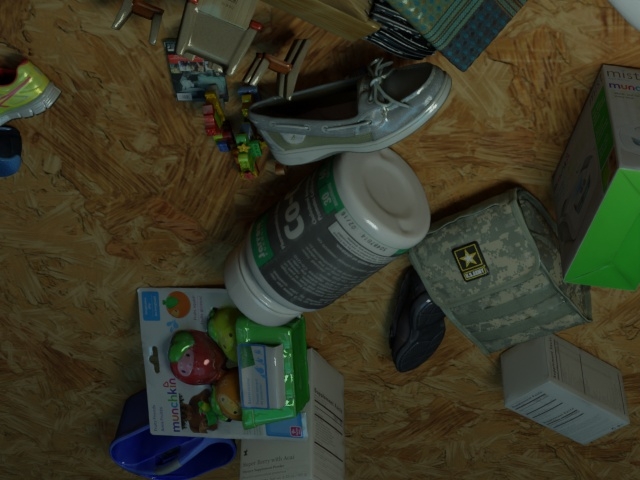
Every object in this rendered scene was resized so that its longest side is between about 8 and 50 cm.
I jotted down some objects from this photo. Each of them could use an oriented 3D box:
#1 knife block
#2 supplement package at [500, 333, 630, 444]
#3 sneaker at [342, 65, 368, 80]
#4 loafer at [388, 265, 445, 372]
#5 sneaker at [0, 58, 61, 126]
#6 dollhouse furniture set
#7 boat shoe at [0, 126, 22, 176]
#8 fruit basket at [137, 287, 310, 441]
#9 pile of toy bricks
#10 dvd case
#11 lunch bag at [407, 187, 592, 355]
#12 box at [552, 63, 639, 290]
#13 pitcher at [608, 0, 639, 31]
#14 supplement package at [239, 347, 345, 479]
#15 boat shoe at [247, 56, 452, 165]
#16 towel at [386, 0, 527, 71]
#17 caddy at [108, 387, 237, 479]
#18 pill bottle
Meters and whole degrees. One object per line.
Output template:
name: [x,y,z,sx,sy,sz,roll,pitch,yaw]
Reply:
knife block: [0.033,-0.334,1.282,0.275,0.088,0.242,15,172,27]
supplement package: [0.520,0.315,1.979,0.244,0.139,0.134,28,134,-24]
sneaker: [0.101,-0.226,1.446,0.135,0.052,0.058,26,131,-24]
loafer: [0.194,0.161,1.887,0.109,0.095,0.303,-19,149,-18]
sneaker: [-0.524,-0.235,1.486,0.208,0.081,0.094,-18,128,16]
dollhouse furniture set: [-0.137,-0.302,1.258,0.261,0.259,0.135,20,97,-13]
boat shoe: [-0.638,-0.162,1.574,0.258,0.089,0.109,8,153,-11]
fruit basket: [-0.204,0.257,1.888,0.352,0.165,0.327,-1,100,10]
pile of toy bricks: [-0.117,-0.149,1.503,0.118,0.105,0.212,-4,145,11]
dvd case: [-0.193,-0.266,1.456,0.087,0.013,0.119,1,139,5]
lunch bag: [0.321,0.050,1.667,0.235,0.169,0.287,-24,125,35]
box: [0.462,-0.094,1.425,0.126,0.231,0.262,7,140,-2]
pitcher: [0.446,-0.358,1.204,0.207,0.126,0.178,21,130,-10]
supplement package: [-0.059,0.413,2.019,0.177,0.293,0.175,-15,145,22]
boat shoe: [0.040,-0.199,1.373,0.320,0.118,0.103,-10,137,34]
towel: [0.149,-0.417,1.135,0.370,0.040,0.271,36,102,-33]
caddy: [-0.351,0.477,2.229,0.341,0.179,0.241,-29,129,34]
pill bottle: [0.000,0.000,1.606,0.204,0.204,0.361,29,134,-26]
